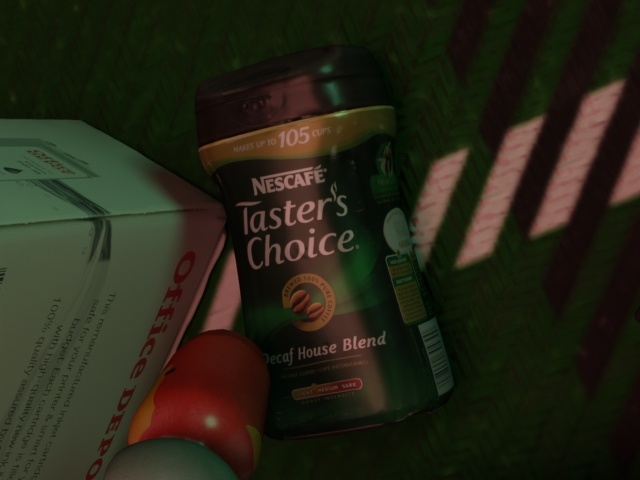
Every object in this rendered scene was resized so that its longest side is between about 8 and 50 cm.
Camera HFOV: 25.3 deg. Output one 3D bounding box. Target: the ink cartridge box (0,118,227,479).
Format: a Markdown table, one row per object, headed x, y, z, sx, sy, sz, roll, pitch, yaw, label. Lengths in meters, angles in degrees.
| x | y | z | sx | sy | sz | roll | pitch | yaw | label |
| --- | --- | --- | --- | --- | --- | --- | --- | --- | --- |
| -0.193 | 0.055 | 0.678 | 0.117 | 0.283 | 0.207 | 31 | 107 | 22 | ink cartridge box |

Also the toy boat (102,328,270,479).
| x | y | z | sx | sy | sz | roll | pitch | yaw | label |
| --- | --- | --- | --- | --- | --- | --- | --- | --- | --- |
| 0.029 | 0.180 | 0.620 | 0.267 | 0.148 | 0.318 | -38 | 106 | 23 | toy boat |

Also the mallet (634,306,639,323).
| x | y | z | sx | sy | sz | roll | pitch | yaw | label |
| --- | --- | --- | --- | --- | --- | --- | --- | --- | --- |
| 0.222 | 0.087 | 0.635 | 0.062 | 0.039 | 0.189 | -44 | 74 | 23 | mallet |

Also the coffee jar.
| x | y | z | sx | sy | sz | roll | pitch | yaw | label |
| --- | --- | --- | --- | --- | --- | --- | --- | --- | --- |
| 0.000 | 0.000 | 0.698 | 0.096 | 0.079 | 0.184 | -13 | 90 | 24 | coffee jar |
